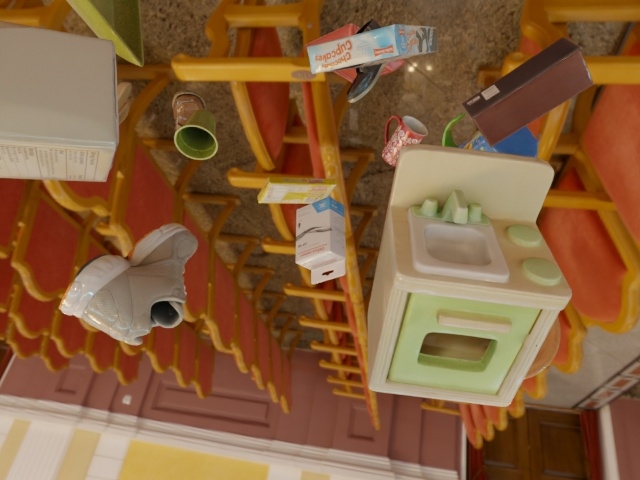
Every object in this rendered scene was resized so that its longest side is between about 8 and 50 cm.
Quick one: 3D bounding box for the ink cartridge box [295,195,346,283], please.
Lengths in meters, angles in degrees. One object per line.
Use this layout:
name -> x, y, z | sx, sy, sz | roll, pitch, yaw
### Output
ink cartridge box -> 0.000, 0.000, 1.072 | 0.104, 0.180, 0.060 | -20, 147, 33

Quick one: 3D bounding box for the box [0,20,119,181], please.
box -> -0.374, -0.138, 0.457 | 0.311, 0.121, 0.148 | -1, 171, -30

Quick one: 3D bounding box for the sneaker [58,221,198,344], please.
sneaker -> -0.226, 0.063, 0.640 | 0.121, 0.262, 0.099 | 39, 112, -2

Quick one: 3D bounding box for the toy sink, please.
toy sink -> 0.138, 0.043, 0.463 | 0.153, 0.131, 0.234 | 7, 125, 0

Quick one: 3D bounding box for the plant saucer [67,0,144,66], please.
plant saucer -> -0.319, -0.373, 0.653 | 0.045, 0.188, 0.188 | -10, 166, 4

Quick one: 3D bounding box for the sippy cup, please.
sippy cup -> 0.507, -0.234, 1.366 | 0.306, 0.240, 0.224 | 20, 152, -4

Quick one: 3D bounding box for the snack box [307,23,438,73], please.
snack box -> 0.128, -0.421, 1.017 | 0.187, 0.322, 0.060 | -2, 110, 29

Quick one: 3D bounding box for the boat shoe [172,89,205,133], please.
boat shoe -> -0.449, -0.397, 1.603 | 0.111, 0.104, 0.307 | -5, 164, -14

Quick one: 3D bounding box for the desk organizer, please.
desk organizer -> 0.242, -0.172, 0.545 | 0.130, 0.047, 0.050 | -32, 122, 21

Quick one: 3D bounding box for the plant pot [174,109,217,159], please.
plant pot -> -0.240, -0.218, 0.920 | 0.083, 0.079, 0.083 | 1, 140, 1

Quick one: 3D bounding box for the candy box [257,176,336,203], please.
candy box -> -0.067, -0.141, 1.316 | 0.206, 0.027, 0.105 | -2, 151, -28

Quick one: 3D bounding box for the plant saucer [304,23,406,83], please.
plant saucer -> 0.112, -0.619, 1.579 | 0.259, 0.047, 0.258 | 18, 173, -37

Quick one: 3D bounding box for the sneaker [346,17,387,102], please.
sneaker -> 0.118, -0.514, 1.331 | 0.118, 0.222, 0.083 | 34, 180, -28

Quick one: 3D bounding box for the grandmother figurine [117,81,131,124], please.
grandmother figurine -> -0.622, -0.386, 1.073 | 0.343, 0.104, 0.208 | 27, 136, -11

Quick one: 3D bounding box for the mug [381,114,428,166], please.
mug -> 0.313, -0.390, 1.788 | 0.113, 0.150, 0.169 | 6, 137, -29

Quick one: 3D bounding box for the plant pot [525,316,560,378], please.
plant pot -> 0.383, 0.193, 1.027 | 0.291, 0.290, 0.203 | 10, 171, 2
